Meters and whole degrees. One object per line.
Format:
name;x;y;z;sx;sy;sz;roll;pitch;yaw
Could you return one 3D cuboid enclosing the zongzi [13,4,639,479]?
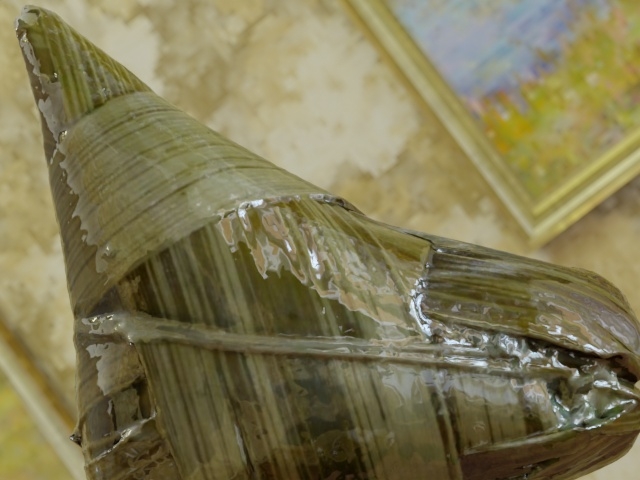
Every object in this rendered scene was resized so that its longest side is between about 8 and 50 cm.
zongzi;0.000;0.000;0.872;0.286;0.288;0.134;-13;-1;-1
